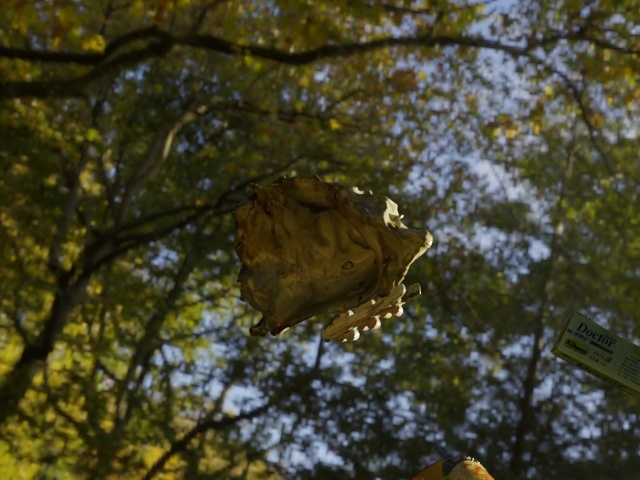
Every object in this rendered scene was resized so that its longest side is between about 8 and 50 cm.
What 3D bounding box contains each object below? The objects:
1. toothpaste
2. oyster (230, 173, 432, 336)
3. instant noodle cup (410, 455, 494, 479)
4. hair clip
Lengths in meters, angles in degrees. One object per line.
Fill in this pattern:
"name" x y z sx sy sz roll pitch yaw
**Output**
"toothpaste" 0.319 0.131 1.073 0.164 0.046 0.034 28 -11 7
"oyster" 0.007 -0.005 1.456 0.361 0.221 0.096 -21 -8 42
"instant noodle cup" 0.253 0.508 1.880 0.230 0.182 0.230 -15 -48 -17
"hair clip" 0.087 0.121 1.792 0.056 0.062 0.214 13 -35 -39
